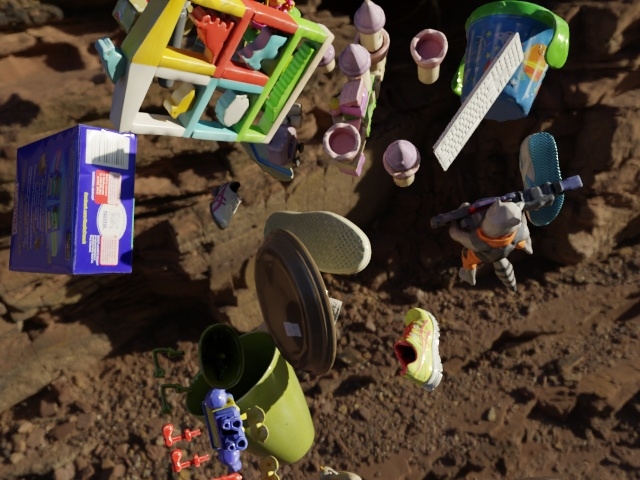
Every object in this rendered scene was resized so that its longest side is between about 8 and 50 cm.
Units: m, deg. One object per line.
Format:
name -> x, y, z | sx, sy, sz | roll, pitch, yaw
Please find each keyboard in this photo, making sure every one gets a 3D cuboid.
keyboard -> 0.283, -0.244, 0.958 | 0.014, 0.072, 0.256 | 34, 88, 41

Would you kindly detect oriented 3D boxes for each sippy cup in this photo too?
sippy cup -> 0.454, -0.426, 1.337 | 0.240, 0.224, 0.305 | 16, -4, 11

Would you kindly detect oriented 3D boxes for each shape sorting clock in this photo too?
shape sorting clock -> -0.156, -0.244, 1.518 | 0.040, 0.206, 0.206 | -38, 22, 24

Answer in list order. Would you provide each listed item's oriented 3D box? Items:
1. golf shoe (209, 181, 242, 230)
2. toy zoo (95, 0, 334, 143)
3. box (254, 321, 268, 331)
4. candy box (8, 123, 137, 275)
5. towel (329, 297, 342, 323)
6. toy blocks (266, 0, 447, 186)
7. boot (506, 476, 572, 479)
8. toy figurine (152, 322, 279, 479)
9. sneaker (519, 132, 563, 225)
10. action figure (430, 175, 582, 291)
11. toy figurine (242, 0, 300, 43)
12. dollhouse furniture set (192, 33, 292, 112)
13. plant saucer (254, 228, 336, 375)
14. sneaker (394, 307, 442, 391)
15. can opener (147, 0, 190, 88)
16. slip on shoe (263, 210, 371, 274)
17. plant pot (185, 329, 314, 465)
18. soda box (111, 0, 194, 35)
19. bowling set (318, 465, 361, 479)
golf shoe -> -0.270, -0.108, 1.556 | 0.086, 0.067, 0.186 | -21, 43, 14
toy zoo -> -0.132, -0.209, 0.669 | 0.293, 0.192, 0.030 | -6, 52, -50
box -> -0.177, 0.353, 1.680 | 0.311, 0.121, 0.148 | -44, 11, 21
candy box -> -0.496, -0.068, 1.069 | 0.317, 0.268, 0.122 | 0, -3, 42
towel -> -0.050, 0.316, 1.933 | 0.187, 0.282, 0.049 | 18, 16, 3
toy blocks -> 0.051, -0.271, 0.976 | 0.309, 0.289, 0.260 | 13, -5, 12
boot -> 0.143, 0.263, 0.379 | 0.280, 0.264, 0.096 | 23, 15, -36
toy figurine -> -0.230, 0.363, 1.115 | 0.191, 0.363, 0.217 | -14, -4, -19
sneaker -> 0.546, -0.152, 1.348 | 0.087, 0.229, 0.092 | -3, 8, 4
action figure -> 0.449, -0.012, 1.254 | 0.341, 0.330, 0.179 | -19, 65, 13
toy figurine -> -0.106, -0.549, 1.213 | 0.130, 0.159, 0.173 | 33, 61, 14
dollhouse furniture set -> -0.253, -0.556, 1.731 | 0.301, 0.198, 0.151 | 25, 15, 2
plant saucer -> -0.057, 0.116, 0.982 | 0.041, 0.278, 0.278 | -16, 32, -26
sneaker -> 0.204, 0.222, 1.179 | 0.094, 0.081, 0.208 | 19, 36, -15
can opener -> -0.278, -0.412, 0.975 | 0.074, 0.280, 0.093 | 3, 41, -24
slip on shoe -> 0.000, 0.000, 1.168 | 0.101, 0.123, 0.331 | 16, -1, -37
plant pot -> -0.146, 0.432, 1.396 | 0.274, 0.293, 0.275 | -29, 24, 14
soda box -> -0.353, -0.490, 1.172 | 0.058, 0.061, 0.181 | 51, 36, 6
bowling set -> 0.069, 0.667, 1.240 | 0.154, 0.287, 0.200 | -15, 32, 51
